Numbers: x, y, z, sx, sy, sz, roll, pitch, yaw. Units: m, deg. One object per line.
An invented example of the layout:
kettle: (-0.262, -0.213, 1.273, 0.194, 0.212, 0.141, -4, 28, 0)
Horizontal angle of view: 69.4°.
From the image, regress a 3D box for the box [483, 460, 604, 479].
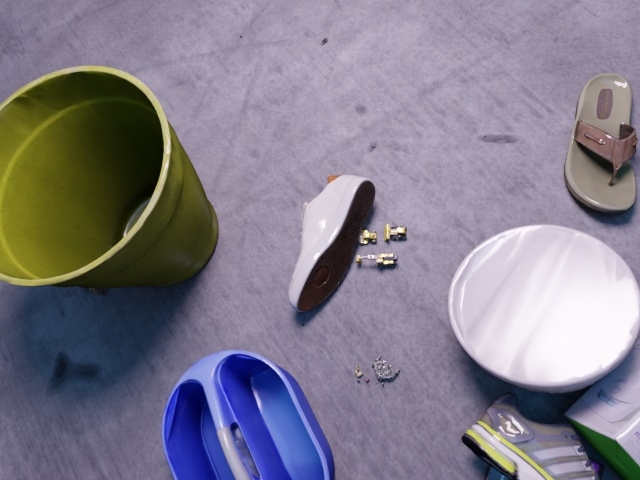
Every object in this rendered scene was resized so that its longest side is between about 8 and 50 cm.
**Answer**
box: (0.360, 0.388, 0.756, 0.162, 0.029, 0.116, 20, 77, 15)

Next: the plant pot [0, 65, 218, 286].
plant pot: (-0.369, -0.061, 0.868, 0.367, 0.353, 0.366, -3, 73, 10)

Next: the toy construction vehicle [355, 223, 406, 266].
toy construction vehicle: (0.121, 0.008, 0.918, 0.098, 0.035, 0.085, 2, 73, 12)

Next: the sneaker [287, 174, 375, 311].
sneaker: (0.000, 0.000, 0.926, 0.123, 0.106, 0.290, 20, 78, 39)

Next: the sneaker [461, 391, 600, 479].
sneaker: (0.375, 0.348, 0.696, 0.300, 0.111, 0.121, 33, 76, 16)

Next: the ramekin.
ramekin: (0.356, 0.118, 0.750, 0.273, 0.127, 0.272, -17, 52, 23)

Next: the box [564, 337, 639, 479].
box: (0.543, 0.281, 0.656, 0.231, 0.127, 0.262, -42, 89, -6)

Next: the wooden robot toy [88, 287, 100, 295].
wooden robot toy: (-0.518, 0.049, 1.030, 0.173, 0.076, 0.079, 38, 48, 19)

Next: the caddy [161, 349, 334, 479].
caddy: (-0.121, 0.356, 0.782, 0.241, 0.179, 0.341, -31, 69, 0)

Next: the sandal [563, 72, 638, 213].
sandal: (0.534, -0.194, 0.872, 0.120, 0.086, 0.302, 5, 74, 13)

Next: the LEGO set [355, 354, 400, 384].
LEGO set: (0.105, 0.242, 0.854, 0.083, 0.023, 0.054, -25, 70, 3)
